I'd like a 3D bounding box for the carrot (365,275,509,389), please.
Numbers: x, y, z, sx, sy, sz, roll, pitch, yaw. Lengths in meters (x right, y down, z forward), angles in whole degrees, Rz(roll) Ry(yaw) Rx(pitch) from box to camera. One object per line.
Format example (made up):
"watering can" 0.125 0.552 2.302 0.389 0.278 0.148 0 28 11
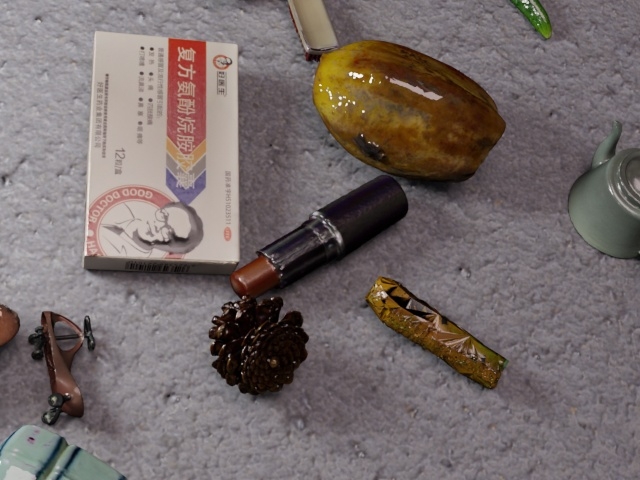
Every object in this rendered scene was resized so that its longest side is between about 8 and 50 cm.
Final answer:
"carrot" 0.166 0.132 1.474 0.228 0.069 0.069 34 62 2

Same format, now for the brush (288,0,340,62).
"brush" -0.036 -0.419 1.701 0.060 0.050 0.321 -8 60 -14

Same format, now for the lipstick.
"lipstick" 0.000 0.000 1.486 0.299 0.081 0.081 -33 76 -26

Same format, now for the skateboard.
"skateboard" -0.330 0.158 1.345 0.080 0.067 0.151 -5 62 -26

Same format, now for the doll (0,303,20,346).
"doll" -0.543 0.136 1.276 0.303 0.156 0.201 -43 122 -9

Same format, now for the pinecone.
"pinecone" -0.086 0.134 1.379 0.140 0.140 0.120 -37 45 -26

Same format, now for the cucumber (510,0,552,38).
"cucumber" 0.352 -0.420 1.797 0.039 0.039 0.168 -33 79 -25

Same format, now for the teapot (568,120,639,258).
"teapot" 0.495 -0.066 1.601 0.162 0.149 0.239 -14 69 -21

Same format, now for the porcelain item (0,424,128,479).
"porcelain item" -0.342 0.358 1.118 0.157 0.286 0.281 29 64 -5

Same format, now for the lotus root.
"lotus root" 0.122 -0.192 1.567 0.290 0.193 0.193 23 62 -5

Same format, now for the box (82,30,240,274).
"box" -0.226 -0.128 1.487 0.214 0.069 0.353 3 71 -13
